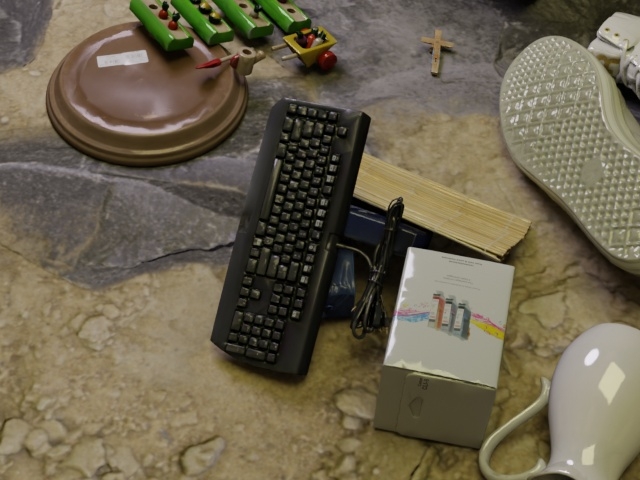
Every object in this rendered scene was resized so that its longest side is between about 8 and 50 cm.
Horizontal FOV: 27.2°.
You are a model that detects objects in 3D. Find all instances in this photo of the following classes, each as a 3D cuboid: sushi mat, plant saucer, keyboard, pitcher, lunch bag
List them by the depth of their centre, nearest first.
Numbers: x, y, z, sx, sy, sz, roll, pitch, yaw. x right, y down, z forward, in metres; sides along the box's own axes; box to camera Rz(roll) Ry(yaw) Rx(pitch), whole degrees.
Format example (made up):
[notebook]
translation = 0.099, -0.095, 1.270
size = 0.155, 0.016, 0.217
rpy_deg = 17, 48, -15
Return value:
[pitcher]
translation = 0.280, 0.192, 1.450
size = 0.178, 0.125, 0.207
rpy_deg = 12, 59, 24
[keyboard]
translation = 0.000, 0.000, 1.529
size = 0.201, 0.033, 0.317
rpy_deg = 12, 83, 11
[lunch bag]
translation = 0.007, 0.049, 1.581
size = 0.065, 0.067, 0.098
rpy_deg = 0, 52, -2
[sushi mat]
translation = 0.108, -0.058, 1.674
size = 0.316, 0.019, 0.151
rpy_deg = 24, 22, 16
[plant saucer]
translation = -0.237, -0.212, 1.812
size = 0.278, 0.041, 0.278
rpy_deg = 1, 49, -1

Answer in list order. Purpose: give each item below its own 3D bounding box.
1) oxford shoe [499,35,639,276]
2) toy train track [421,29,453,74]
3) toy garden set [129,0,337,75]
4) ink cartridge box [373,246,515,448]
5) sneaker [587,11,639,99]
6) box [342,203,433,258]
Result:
[oxford shoe]
translation = 0.360, -0.103, 1.709
size = 0.130, 0.169, 0.449
rpy_deg = 29, 24, -39
[toy train track]
translation = 0.166, -0.269, 1.906
size = 0.048, 0.014, 0.083
rpy_deg = 11, 54, -4
[toy garden set]
translation = -0.109, -0.303, 1.854
size = 0.244, 0.049, 0.204
rpy_deg = -16, 50, -35
[ink cartridge box]
translation = 0.139, 0.121, 1.486
size = 0.127, 0.128, 0.176
rpy_deg = 12, 50, 6
[sneaker]
translation = 0.442, -0.216, 1.825
size = 0.169, 0.108, 0.292
rpy_deg = 12, 39, 9
[box]
translation = 0.053, -0.018, 1.611
size = 0.225, 0.036, 0.136
rpy_deg = 20, 6, 12
